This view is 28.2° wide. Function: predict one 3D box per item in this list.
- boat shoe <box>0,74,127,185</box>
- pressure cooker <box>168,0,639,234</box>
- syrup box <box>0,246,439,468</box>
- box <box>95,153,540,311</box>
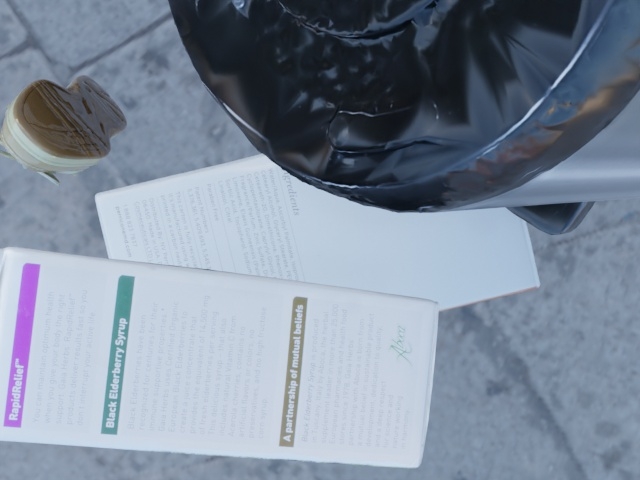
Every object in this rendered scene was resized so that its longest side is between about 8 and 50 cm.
[{"bbox_3d":[-0.281,-0.109,1.353,0.089,0.285,0.104,-38,94,11],"label":"boat shoe"},{"bbox_3d":[0.163,-0.207,0.750,0.370,0.420,0.375,-21,78,43],"label":"pressure cooker"},{"bbox_3d":[-0.065,0.063,0.675,0.237,0.096,0.093,9,174,-23],"label":"syrup box"},{"bbox_3d":[0.000,0.000,1.153,0.345,0.215,0.168,-14,89,2],"label":"box"}]
